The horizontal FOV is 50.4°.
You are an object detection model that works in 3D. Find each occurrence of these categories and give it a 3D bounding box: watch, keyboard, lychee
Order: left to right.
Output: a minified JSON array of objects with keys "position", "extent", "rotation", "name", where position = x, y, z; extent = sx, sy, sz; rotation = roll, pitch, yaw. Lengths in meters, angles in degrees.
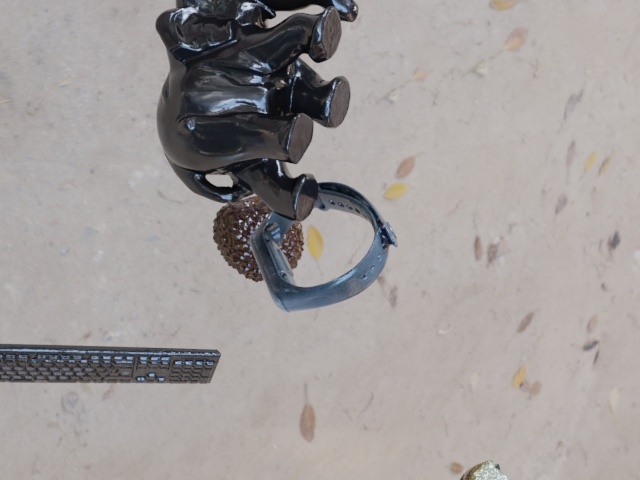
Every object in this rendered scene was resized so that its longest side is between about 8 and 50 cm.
[{"position":[-0.182,0.100,0.541],"extent":[0.198,0.063,0.010],"rotation":[4,53,-16],"name":"keyboard"},{"position":[-0.124,-0.003,1.404],"extent":[0.188,0.188,0.188],"rotation":[-7,103,-31],"name":"lychee"},{"position":[0.000,0.000,0.973],"extent":[0.193,0.206,0.068],"rotation":[-30,137,5],"name":"watch"}]

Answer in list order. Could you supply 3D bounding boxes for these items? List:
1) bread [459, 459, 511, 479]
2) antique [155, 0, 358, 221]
[{"position":[0.119,0.199,0.449],"extent":[0.077,0.070,0.083],"rotation":[17,47,1],"name":"bread"},{"position":[-0.104,-0.209,0.934],"extent":[0.185,0.255,0.322],"rotation":[12,98,-66],"name":"antique"}]
